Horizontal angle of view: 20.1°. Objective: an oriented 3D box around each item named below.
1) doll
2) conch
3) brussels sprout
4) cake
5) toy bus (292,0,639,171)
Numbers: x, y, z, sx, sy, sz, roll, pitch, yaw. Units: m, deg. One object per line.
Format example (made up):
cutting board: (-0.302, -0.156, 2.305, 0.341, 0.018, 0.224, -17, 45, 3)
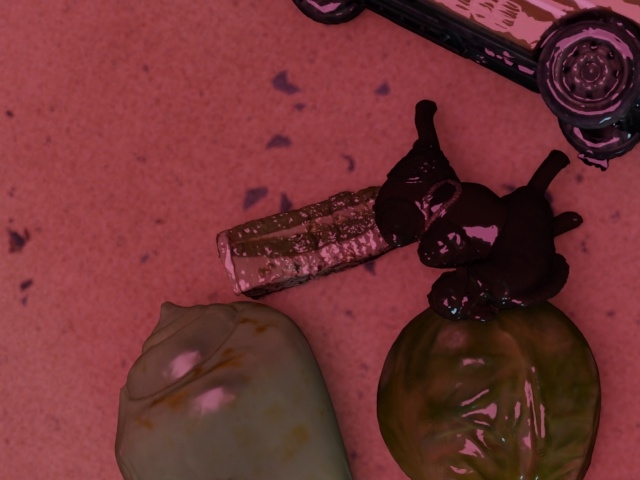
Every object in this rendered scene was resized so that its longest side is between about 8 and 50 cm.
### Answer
doll: (0.094, -0.009, 1.133, 0.139, 0.165, 0.057, 22, 132, 12)
conch: (-0.054, 0.158, 1.193, 0.143, 0.137, 0.251, -18, 103, -13)
brussels sprout: (0.106, 0.106, 1.141, 0.155, 0.117, 0.155, -3, 75, 11)
cake: (0.000, 0.000, 1.222, 0.140, 0.055, 0.051, -16, 82, -4)
toy bus: (0.117, -0.192, 1.126, 0.365, 0.177, 0.202, 28, 91, 11)
